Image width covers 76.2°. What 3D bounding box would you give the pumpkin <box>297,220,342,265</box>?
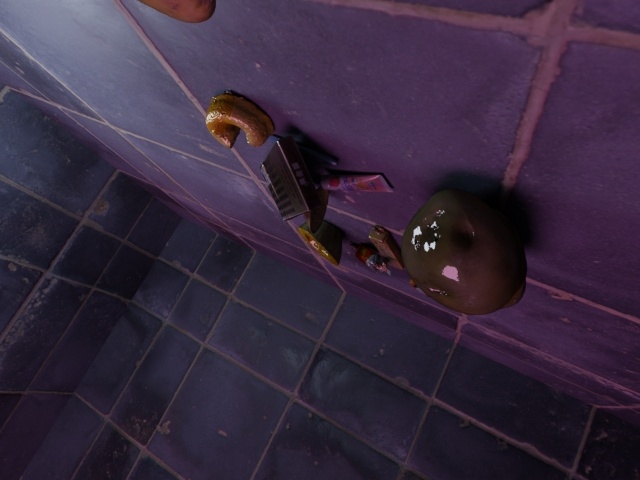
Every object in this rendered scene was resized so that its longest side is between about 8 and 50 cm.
[{"bbox_3d":[0.016,-0.009,1.571,0.217,0.110,0.217,38,175,4],"label":"pumpkin"}]

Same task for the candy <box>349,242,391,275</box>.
[{"bbox_3d":[0.181,0.065,1.502,0.086,0.059,0.292,43,180,-22],"label":"candy"}]

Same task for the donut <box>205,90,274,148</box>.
[{"bbox_3d":[-0.209,-0.286,0.988,0.181,0.078,0.146,13,159,37],"label":"donut"}]

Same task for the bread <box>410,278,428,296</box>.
[{"bbox_3d":[0.427,0.146,1.355,0.269,0.095,0.139,-7,148,44],"label":"bread"}]

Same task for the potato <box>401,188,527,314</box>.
[{"bbox_3d":[0.300,0.035,0.862,0.243,0.221,0.326,16,167,34],"label":"potato"}]

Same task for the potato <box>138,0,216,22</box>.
[{"bbox_3d":[-0.242,-0.398,0.544,0.234,0.128,0.161,29,-176,-24],"label":"potato"}]

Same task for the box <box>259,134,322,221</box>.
[{"bbox_3d":[-0.089,-0.150,1.088,0.180,0.047,0.325,65,165,-5],"label":"box"}]

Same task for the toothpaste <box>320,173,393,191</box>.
[{"bbox_3d":[0.085,-0.144,1.023,0.194,0.043,0.067,9,155,41],"label":"toothpaste"}]

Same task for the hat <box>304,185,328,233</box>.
[{"bbox_3d":[-0.032,-0.099,1.178,0.067,0.146,0.146,16,164,16],"label":"hat"}]

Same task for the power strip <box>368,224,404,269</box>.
[{"bbox_3d":[0.229,0.030,1.384,0.064,0.044,0.305,20,165,33],"label":"power strip"}]

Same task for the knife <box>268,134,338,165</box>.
[{"bbox_3d":[-0.091,-0.247,1.039,0.313,0.019,0.044,26,168,18],"label":"knife"}]
